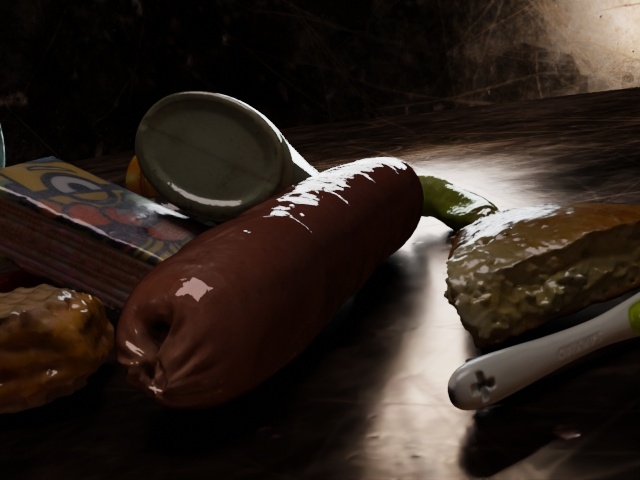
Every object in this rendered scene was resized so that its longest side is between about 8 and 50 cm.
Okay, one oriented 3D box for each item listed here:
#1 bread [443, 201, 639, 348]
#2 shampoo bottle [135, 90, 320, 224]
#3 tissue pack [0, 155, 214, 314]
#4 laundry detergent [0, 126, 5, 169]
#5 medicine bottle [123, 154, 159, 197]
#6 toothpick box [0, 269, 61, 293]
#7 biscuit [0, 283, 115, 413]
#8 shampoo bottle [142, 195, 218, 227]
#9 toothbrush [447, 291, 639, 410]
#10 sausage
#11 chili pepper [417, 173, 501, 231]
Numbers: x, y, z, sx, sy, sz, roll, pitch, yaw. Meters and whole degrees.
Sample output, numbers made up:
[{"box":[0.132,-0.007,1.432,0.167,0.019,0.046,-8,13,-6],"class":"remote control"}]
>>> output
[{"box":[0.136,0.006,0.442,0.136,0.054,0.154,-11,12,13],"class":"bread"},{"box":[-0.054,-0.045,0.674,0.118,0.087,0.234,24,-2,14],"class":"shampoo bottle"},{"box":[-0.157,-0.002,0.577,0.148,0.060,0.108,24,17,4],"class":"tissue pack"},{"box":[-0.550,-0.097,0.925,0.287,0.287,0.305,-17,14,-36],"class":"laundry detergent"},{"box":[-0.137,-0.072,0.972,0.192,0.096,0.096,0,14,38],"class":"medicine bottle"},{"box":[-0.215,0.040,0.588,0.047,0.047,0.083,-2,14,33],"class":"toothpick box"},{"box":[-0.302,0.080,0.417,0.379,0.054,0.094,-10,8,-6],"class":"biscuit"},{"box":[-0.175,-0.007,0.777,0.208,0.063,0.057,-10,21,-16],"class":"shampoo bottle"},{"box":[0.157,0.033,0.395,0.263,0.022,0.026,-15,1,-31],"class":"toothbrush"},{"box":[0.002,0.000,0.526,0.088,0.087,0.433,-5,11,19],"class":"sausage"},{"box":[0.118,-0.026,0.676,0.043,0.049,0.208,-45,20,-5],"class":"chili pepper"}]
